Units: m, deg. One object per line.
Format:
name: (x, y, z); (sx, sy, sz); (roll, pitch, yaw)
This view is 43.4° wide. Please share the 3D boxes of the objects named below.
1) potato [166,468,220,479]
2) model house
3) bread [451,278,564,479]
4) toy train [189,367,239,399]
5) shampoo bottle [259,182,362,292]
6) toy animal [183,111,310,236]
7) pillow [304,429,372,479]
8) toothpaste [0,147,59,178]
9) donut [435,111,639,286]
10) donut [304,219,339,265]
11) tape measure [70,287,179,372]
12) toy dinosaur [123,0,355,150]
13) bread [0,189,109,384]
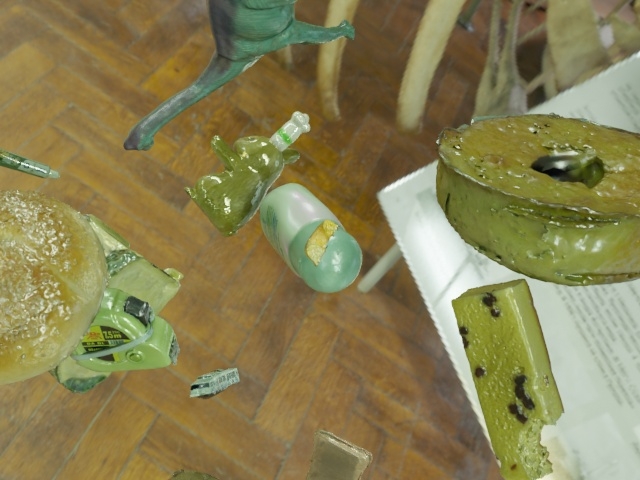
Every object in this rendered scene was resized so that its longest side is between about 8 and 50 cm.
potato: (-0.222, 0.493, 1.405); (0.164, 0.262, 0.165); (0, 88, -3)
model house: (-0.499, 0.103, 1.653); (0.266, 0.261, 0.321); (36, 82, 24)
bread: (0.217, 0.161, 0.902); (0.049, 0.088, 0.226); (-17, 90, -51)
toy train: (-0.213, 0.286, 1.614); (0.207, 0.043, 0.047); (11, 66, -79)
shampoo bottle: (-0.021, 0.002, 1.851); (0.151, 0.222, 0.349); (-20, 27, -12)
toy animal: (-0.187, -0.190, 2.047); (0.180, 0.181, 0.363); (34, 78, 9)
pillow: (0.030, 0.500, 1.715); (0.135, 0.211, 0.034); (21, 31, 14)
toothpaste: (-0.695, -0.179, 1.828); (0.204, 0.031, 0.049); (18, 90, -28)
donut: (0.241, -0.043, 0.819); (0.271, 0.107, 0.272); (6, 27, -3)
donut: (0.000, 0.000, 1.537); (0.038, 0.083, 0.067); (35, 15, -14)
tape measure: (-0.338, 0.147, 1.307); (0.177, 0.154, 0.088); (-9, 39, 7)
toy dinosaur: (-0.116, -0.255, 0.900); (0.330, 0.383, 0.129); (-30, 71, -8)
bread: (-0.451, 0.053, 1.116); (0.305, 0.159, 0.306); (-7, 60, 12)
